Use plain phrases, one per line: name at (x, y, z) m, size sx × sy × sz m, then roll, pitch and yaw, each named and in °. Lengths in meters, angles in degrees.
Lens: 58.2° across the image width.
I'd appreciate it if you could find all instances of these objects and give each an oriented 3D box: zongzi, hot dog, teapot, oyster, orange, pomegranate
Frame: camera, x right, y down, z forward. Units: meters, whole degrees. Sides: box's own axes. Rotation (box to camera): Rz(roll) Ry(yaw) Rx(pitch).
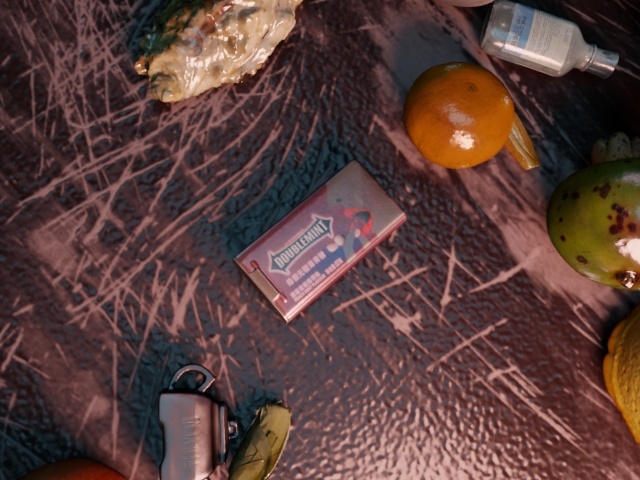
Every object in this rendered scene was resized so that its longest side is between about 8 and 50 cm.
zongzi at (-0.076, 0.254, 0.719) m, size 0.055 × 0.119 × 0.109 m, roll 21°, pitch 79°, yaw 12°
hot dog at (0.287, -0.167, 0.870) m, size 0.044 × 0.028 × 0.137 m, roll -23°, pitch 85°, yaw -35°
teapot at (-0.153, 0.246, 0.733) m, size 0.096 × 0.087 × 0.177 m, roll -3°, pitch 80°, yaw -10°
oyster at (-0.133, -0.346, 0.829) m, size 0.201 × 0.107 × 0.354 m, roll 23°, pitch 79°, yaw 3°
orange at (0.194, -0.176, 0.818) m, size 0.156 × 0.124 × 0.156 m, roll 4°, pitch 63°, yaw -8°
pomegranate at (0.418, -0.046, 0.788) m, size 0.202 × 0.202 × 0.247 m, roll 15°, pitch 61°, yaw -2°

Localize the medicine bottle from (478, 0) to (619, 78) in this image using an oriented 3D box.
medicine bottle at (0.352, -0.303, 0.887) m, size 0.209 × 0.053 × 0.090 m, roll 18°, pitch 78°, yaw -3°

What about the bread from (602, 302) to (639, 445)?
bread at (0.530, 0.193, 0.770) m, size 0.270 × 0.148 × 0.269 m, roll 2°, pitch 76°, yaw -7°

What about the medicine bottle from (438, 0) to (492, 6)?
medicine bottle at (0.234, -0.525, 0.819) m, size 0.245 × 0.245 × 0.306 m, roll 27°, pitch 86°, yaw 0°

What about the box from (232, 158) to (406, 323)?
box at (0.000, 0.000, 0.796) m, size 0.224 × 0.069 × 0.120 m, roll -42°, pitch 85°, yaw -11°

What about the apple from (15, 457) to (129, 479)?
apple at (-0.299, 0.345, 0.661) m, size 0.181 × 0.168 × 0.181 m, roll 2°, pitch 77°, yaw -10°
